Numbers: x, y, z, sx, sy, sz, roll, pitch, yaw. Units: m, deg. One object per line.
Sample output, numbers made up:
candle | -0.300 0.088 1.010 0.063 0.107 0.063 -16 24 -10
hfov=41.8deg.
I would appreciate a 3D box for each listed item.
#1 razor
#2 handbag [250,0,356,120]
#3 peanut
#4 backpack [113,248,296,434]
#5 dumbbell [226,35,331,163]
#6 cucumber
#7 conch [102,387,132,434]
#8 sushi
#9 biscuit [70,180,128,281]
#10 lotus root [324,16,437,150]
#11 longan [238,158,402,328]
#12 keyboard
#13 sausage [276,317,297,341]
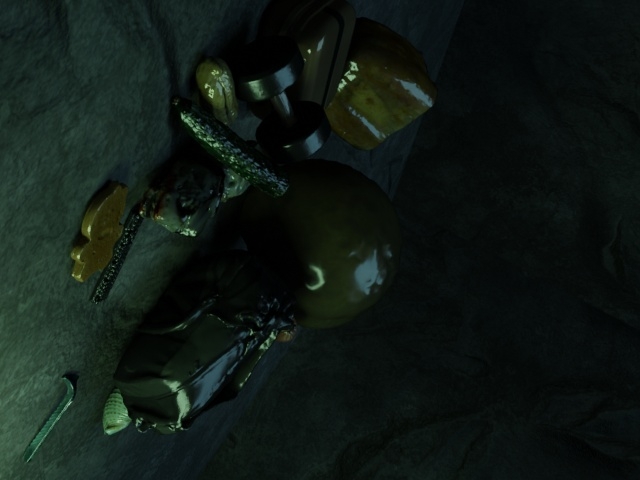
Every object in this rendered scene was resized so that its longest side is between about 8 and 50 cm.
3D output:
razor | -0.535 0.357 1.669 0.190 0.033 0.066 -60 169 -4
handbag | -0.024 -0.409 1.829 0.283 0.149 0.302 -55 166 -41
peanut | -0.195 -0.275 1.559 0.080 0.080 0.174 -56 163 -27
backpack | -0.269 0.235 1.870 0.363 0.255 0.446 -9 -145 54
dumbbell | -0.082 -0.276 1.657 0.152 0.152 0.218 -55 138 -31
cucumber | -0.175 -0.176 1.577 0.293 0.067 0.067 36 80 -36
conch | -0.447 0.382 1.959 0.153 0.102 0.135 -20 170 -23
sushi | -0.233 -0.107 1.643 0.332 0.130 0.124 -55 173 -48
biscuit | -0.385 -0.013 1.449 0.133 0.027 0.184 -48 161 -48
lotus root | 0.090 -0.410 2.081 0.250 0.316 0.316 32 86 -42
longan | 0.009 0.002 2.135 0.404 0.404 0.436 92 -16 -67
keyboard | -0.384 0.032 1.598 0.195 0.018 0.060 -63 172 10
sausage | -0.182 0.193 2.115 0.433 0.088 0.088 9 -117 55
